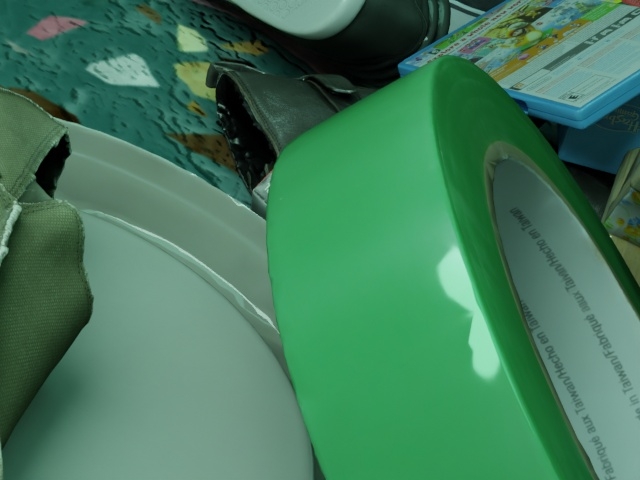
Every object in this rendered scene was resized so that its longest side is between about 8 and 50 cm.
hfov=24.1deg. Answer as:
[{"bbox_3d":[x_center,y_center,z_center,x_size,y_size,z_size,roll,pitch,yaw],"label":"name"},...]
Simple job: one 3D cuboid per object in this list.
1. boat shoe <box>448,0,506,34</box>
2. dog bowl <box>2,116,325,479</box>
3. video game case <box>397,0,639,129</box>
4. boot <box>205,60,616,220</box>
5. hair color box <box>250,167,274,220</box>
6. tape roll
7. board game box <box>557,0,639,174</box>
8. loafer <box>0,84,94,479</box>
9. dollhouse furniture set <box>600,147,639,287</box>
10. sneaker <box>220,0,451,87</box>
[{"bbox_3d":[0.213,-0.214,1.263,0.301,0.102,0.108,8,39,-28],"label":"boat shoe"},{"bbox_3d":[-0.130,0.085,0.620,0.349,0.102,0.349,19,34,-13],"label":"dog bowl"},{"bbox_3d":[0.142,-0.115,0.917,0.119,0.015,0.166,-33,31,-24],"label":"video game case"},{"bbox_3d":[0.064,-0.025,0.938,0.229,0.091,0.263,-5,41,-32],"label":"boot"},{"bbox_3d":[0.000,0.000,0.792,0.072,0.141,0.043,44,79,4],"label":"hair color box"},{"bbox_3d":[0.096,0.081,0.627,0.321,0.077,0.321,52,21,-28],"label":"tape roll"},{"bbox_3d":[0.286,-0.125,1.049,0.242,0.064,0.316,15,32,0],"label":"board game box"},{"bbox_3d":[-0.122,0.014,0.544,0.087,0.094,0.251,10,37,-18],"label":"loafer"},{"bbox_3d":[0.336,0.053,0.700,0.394,0.362,0.256,24,63,0],"label":"dollhouse furniture set"},{"bbox_3d":[-0.022,-0.195,1.091,0.147,0.104,0.296,26,11,-45],"label":"sneaker"}]
